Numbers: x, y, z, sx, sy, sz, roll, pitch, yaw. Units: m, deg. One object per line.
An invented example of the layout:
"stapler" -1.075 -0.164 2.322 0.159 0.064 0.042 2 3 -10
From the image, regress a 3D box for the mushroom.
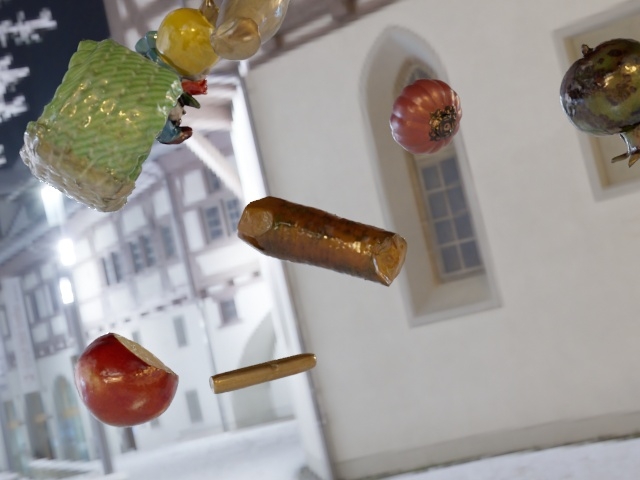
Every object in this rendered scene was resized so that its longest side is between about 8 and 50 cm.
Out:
"mushroom" -0.083 -0.333 1.419 0.109 0.097 0.351 -32 22 19

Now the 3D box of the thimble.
"thimble" -0.284 -0.146 1.366 0.150 0.219 0.219 27 -16 -10

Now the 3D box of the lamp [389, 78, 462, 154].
"lamp" 0.146 -0.171 1.465 0.107 0.107 0.092 -9 28 -31

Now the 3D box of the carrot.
"carrot" 0.000 0.000 1.919 0.302 0.114 0.114 15 1 15

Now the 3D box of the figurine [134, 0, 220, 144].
"figurine" -0.224 -0.281 1.748 0.234 0.127 0.185 -46 -50 -2

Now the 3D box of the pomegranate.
"pomegranate" 0.406 -0.192 1.451 0.148 0.169 0.148 -18 27 9

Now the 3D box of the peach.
"peach" -0.368 0.261 2.031 0.192 0.190 0.190 -23 -8 13

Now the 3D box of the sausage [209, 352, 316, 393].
"sausage" -0.062 0.149 1.194 0.132 0.024 0.024 -11 -6 -27
